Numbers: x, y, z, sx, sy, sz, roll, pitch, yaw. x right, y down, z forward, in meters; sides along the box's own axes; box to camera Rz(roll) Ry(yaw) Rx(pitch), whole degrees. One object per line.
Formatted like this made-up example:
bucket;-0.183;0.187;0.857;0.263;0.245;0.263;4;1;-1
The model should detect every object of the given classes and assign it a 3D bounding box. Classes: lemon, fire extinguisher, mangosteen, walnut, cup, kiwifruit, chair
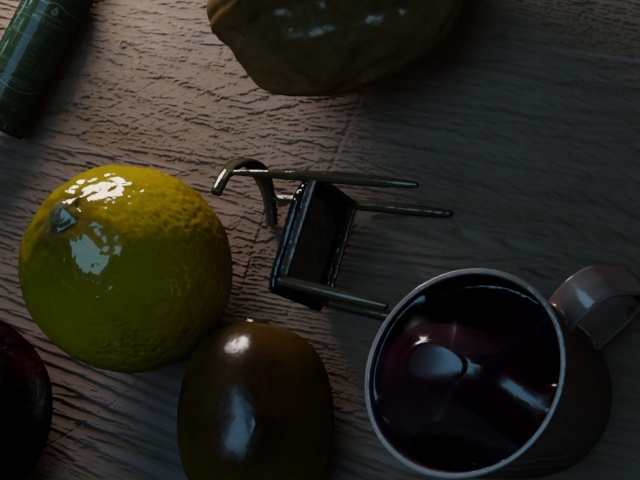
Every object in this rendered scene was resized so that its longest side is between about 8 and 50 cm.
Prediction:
lemon;-0.249;0.036;1.659;0.293;0.293;0.293;-6;76;24
fire extinguisher;-0.411;-0.303;1.915;0.114;0.095;0.311;26;93;-17
mangosteen;-0.524;0.231;1.740;0.300;0.300;0.300;-6;76;24
walnut;0.011;-0.331;1.616;0.344;0.306;0.306;-25;69;26
cup;0.209;0.130;1.423;0.208;0.273;0.288;23;89;28
kiwifruit;-0.081;0.211;1.591;0.196;0.196;0.234;-11;75;23
chair;0.000;0.000;1.605;0.272;0.188;0.166;13;83;23
